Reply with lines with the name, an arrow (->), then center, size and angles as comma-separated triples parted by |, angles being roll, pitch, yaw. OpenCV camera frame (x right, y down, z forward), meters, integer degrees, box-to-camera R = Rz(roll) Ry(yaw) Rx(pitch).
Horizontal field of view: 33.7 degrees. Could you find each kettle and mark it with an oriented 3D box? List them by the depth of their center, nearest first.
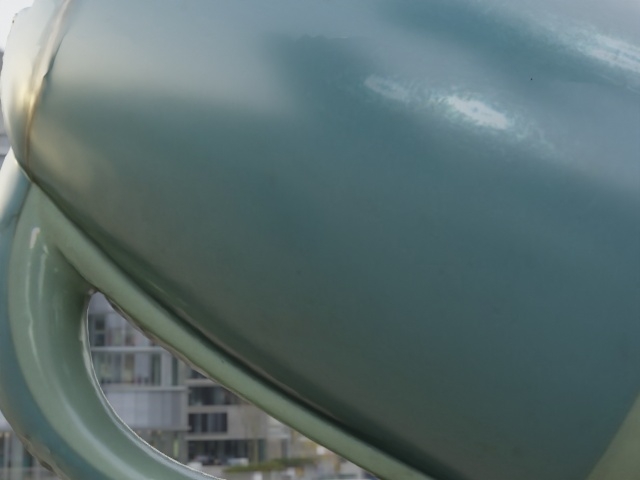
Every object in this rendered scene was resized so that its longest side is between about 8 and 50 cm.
kettle -> 0.000, 0.000, 0.498 | 0.342, 0.319, 0.247 | 21, -1, 3
